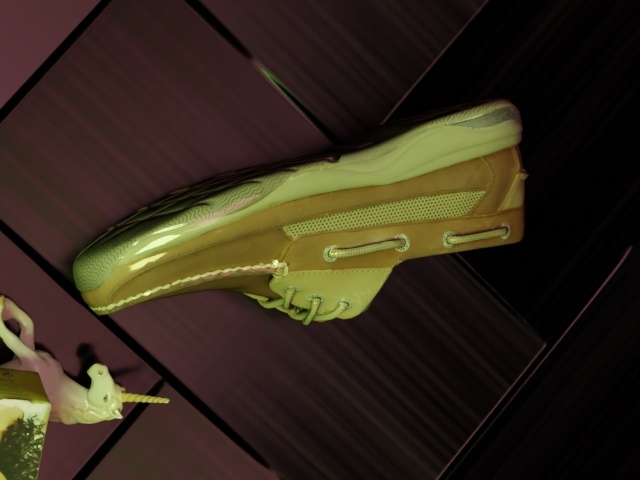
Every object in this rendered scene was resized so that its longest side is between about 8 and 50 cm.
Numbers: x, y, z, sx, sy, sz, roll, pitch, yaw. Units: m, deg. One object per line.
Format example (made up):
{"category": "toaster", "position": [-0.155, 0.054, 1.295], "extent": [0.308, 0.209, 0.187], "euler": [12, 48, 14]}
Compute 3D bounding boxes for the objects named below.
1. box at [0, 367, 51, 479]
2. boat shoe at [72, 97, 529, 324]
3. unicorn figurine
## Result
{"category": "box", "position": [-0.229, 0.194, 1.144], "extent": [0.087, 0.058, 0.232], "euler": [6, 106, -18]}
{"category": "boat shoe", "position": [0.000, 0.000, 1.218], "extent": [0.324, 0.123, 0.116], "euler": [-18, 99, -16]}
{"category": "unicorn figurine", "position": [-0.198, 0.092, 1.187], "extent": [0.162, 0.060, 0.111], "euler": [-30, 104, -10]}
